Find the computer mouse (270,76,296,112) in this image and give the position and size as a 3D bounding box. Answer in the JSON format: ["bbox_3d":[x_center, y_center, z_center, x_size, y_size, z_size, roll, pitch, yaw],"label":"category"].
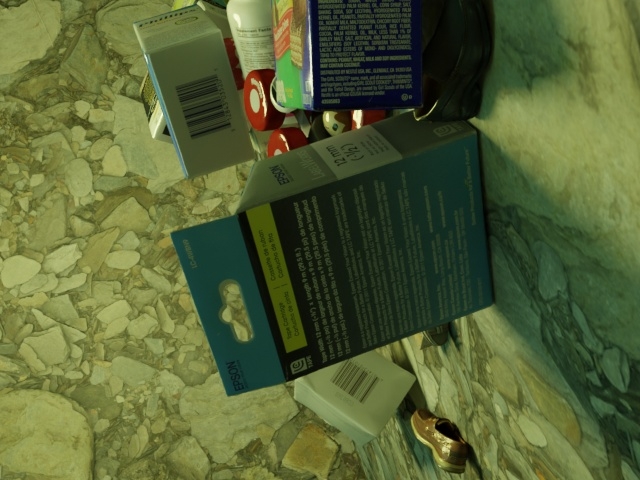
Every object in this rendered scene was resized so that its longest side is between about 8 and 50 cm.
[{"bbox_3d":[0.010,-0.248,1.063,0.042,0.193,0.106,14,-136,-59],"label":"computer mouse"}]

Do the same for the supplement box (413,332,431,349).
[{"bbox_3d":[0.170,0.132,1.262,0.098,0.036,0.062,87,162,-61],"label":"supplement box"}]

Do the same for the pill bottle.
[{"bbox_3d":[-0.074,-0.364,1.357,0.160,0.160,0.283,-121,15,-57],"label":"pill bottle"}]

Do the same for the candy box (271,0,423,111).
[{"bbox_3d":[0.015,-0.302,0.819,0.268,0.122,0.317,-135,43,-74],"label":"candy box"}]

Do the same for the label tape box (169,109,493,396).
[{"bbox_3d":[0.018,0.013,0.902,0.115,0.348,0.249,-120,14,-56],"label":"label tape box"}]

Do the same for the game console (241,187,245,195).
[{"bbox_3d":[-0.206,-0.283,2.458,0.173,0.250,0.293,45,174,-5],"label":"game console"}]

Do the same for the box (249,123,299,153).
[{"bbox_3d":[-0.151,-0.335,2.089,0.311,0.121,0.148,-132,26,-71],"label":"box"}]

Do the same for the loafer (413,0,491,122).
[{"bbox_3d":[0.127,-0.178,0.760,0.170,0.061,0.062,83,167,-52],"label":"loafer"}]

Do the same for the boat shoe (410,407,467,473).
[{"bbox_3d":[0.218,0.347,1.380,0.178,0.064,0.060,-131,55,-67],"label":"boat shoe"}]

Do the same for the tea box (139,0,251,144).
[{"bbox_3d":[-0.274,-0.419,1.872,0.329,0.220,0.323,-62,31,22],"label":"tea box"}]

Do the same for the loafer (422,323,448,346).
[{"bbox_3d":[0.172,0.106,1.182,0.039,0.045,0.125,180,74,-75],"label":"loafer"}]

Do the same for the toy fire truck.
[{"bbox_3d":[0.011,-0.225,1.176,0.302,0.169,0.254,67,152,27],"label":"toy fire truck"}]

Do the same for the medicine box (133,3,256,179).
[{"bbox_3d":[-0.257,-0.307,1.545,0.289,0.149,0.263,-124,17,-59],"label":"medicine box"}]

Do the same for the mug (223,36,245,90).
[{"bbox_3d":[-0.124,-0.395,1.595,0.150,0.169,0.113,-116,10,-46],"label":"mug"}]

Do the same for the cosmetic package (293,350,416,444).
[{"bbox_3d":[0.065,0.336,1.728,0.217,0.156,0.385,35,166,7],"label":"cosmetic package"}]
